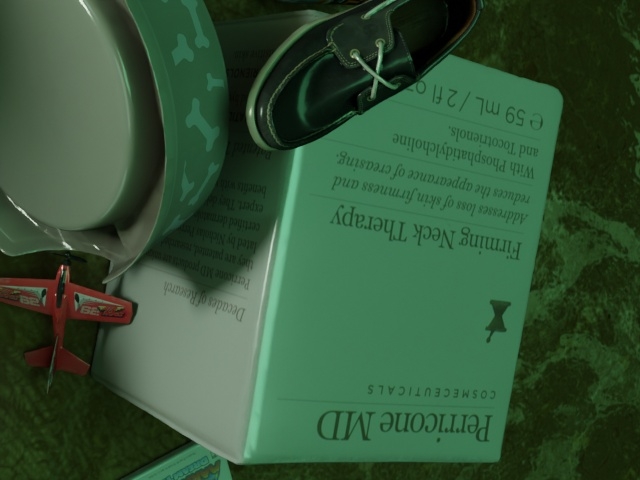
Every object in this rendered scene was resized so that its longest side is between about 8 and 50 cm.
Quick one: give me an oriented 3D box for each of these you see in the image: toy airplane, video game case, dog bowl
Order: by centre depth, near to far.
[{"bbox_3d":[-0.222,-0.137,0.913,0.102,0.349,0.348,-26,112,-46],"label":"dog bowl"},{"bbox_3d":[-0.264,0.082,1.063,0.151,0.028,0.151,1,103,2],"label":"toy airplane"},{"bbox_3d":[-0.167,0.317,1.203,0.157,0.019,0.143,-24,110,-32],"label":"video game case"}]

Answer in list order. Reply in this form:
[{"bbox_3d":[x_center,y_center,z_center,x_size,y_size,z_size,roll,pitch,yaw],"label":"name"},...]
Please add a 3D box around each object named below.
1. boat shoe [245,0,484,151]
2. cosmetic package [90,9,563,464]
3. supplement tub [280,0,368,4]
[{"bbox_3d":[0.037,-0.149,0.849,0.233,0.079,0.084,-37,117,-25],"label":"boat shoe"},{"bbox_3d":[0.000,0.000,1.091,0.329,0.327,0.393,9,92,-36],"label":"cosmetic package"},{"bbox_3d":[0.031,-0.331,1.200,0.190,0.117,0.117,-8,101,-35],"label":"supplement tub"}]
